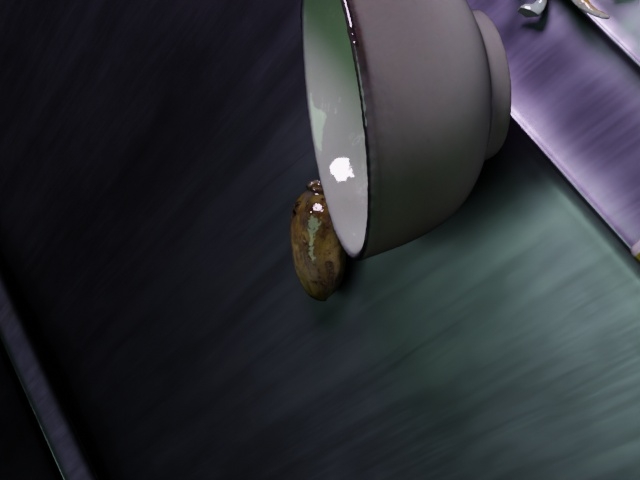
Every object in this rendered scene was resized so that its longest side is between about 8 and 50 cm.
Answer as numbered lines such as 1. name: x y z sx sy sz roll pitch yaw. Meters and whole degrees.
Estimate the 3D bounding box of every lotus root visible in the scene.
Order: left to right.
1. lotus root: 0.000 0.000 0.888 0.089 0.081 0.179 9 104 57

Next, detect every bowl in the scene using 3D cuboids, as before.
1. bowl: 0.097 -0.165 0.694 0.185 0.354 0.353 -10 88 -7

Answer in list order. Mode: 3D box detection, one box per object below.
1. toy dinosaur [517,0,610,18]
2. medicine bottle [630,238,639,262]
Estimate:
1. toy dinosaur: 0.259 -0.338 0.692 0.212 0.057 0.142 30 93 18
2. medicine bottle: 0.403 0.042 0.562 0.188 0.132 0.088 49 120 22
